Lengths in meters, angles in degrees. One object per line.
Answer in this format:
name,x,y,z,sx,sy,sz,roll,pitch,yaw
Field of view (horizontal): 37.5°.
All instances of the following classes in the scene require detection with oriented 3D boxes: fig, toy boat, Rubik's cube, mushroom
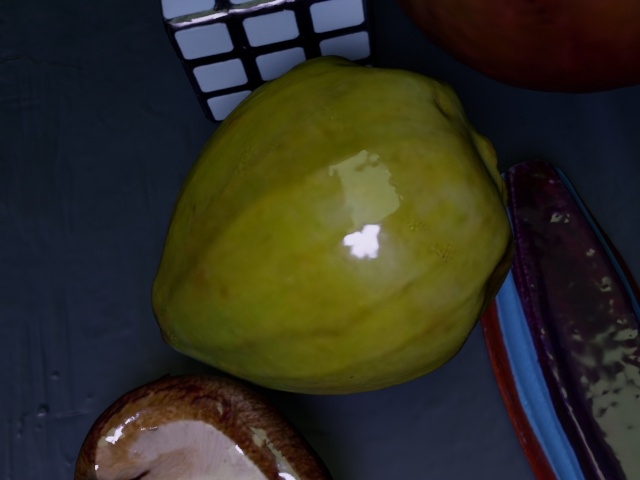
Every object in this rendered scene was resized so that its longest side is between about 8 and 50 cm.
fig,0.000,0.000,0.666,0.271,0.239,0.239,-28,70,7
toy boat,0.209,0.118,0.704,0.136,0.079,0.392,-13,66,-2
Rubik's cube,-0.044,-0.214,0.782,0.163,0.162,0.160,-12,69,4
mushroom,-0.076,0.210,0.645,0.194,0.138,0.231,5,78,-4

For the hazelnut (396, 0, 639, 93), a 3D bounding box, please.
hazelnut,0.195,-0.322,0.703,0.353,0.421,0.421,28,71,29
